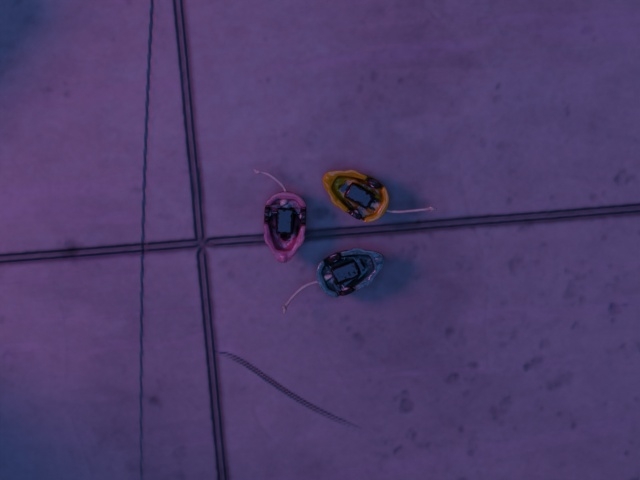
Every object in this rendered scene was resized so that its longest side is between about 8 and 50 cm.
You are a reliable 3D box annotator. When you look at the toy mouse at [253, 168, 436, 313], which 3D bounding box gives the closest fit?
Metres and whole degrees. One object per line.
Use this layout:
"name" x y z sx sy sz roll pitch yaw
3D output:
"toy mouse" 0.000 0.000 1.667 0.161 0.031 0.143 25 98 -4
